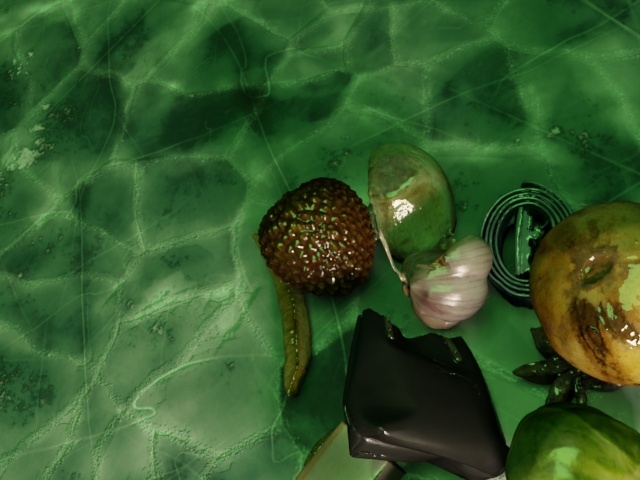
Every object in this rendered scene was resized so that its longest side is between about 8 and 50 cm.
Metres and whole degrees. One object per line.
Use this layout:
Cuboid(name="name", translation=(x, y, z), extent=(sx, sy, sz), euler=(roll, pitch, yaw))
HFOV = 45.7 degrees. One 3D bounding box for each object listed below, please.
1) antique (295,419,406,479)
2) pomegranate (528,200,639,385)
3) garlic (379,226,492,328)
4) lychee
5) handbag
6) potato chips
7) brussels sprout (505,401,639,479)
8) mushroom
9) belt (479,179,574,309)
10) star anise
Cuboid(name="antique", translation=(0.056, 0.441, 1.447), extent=(0.148, 0.147, 0.152), euler=(36, 80, 32))
Cuboid(name="pomegranate", translation=(0.522, 0.090, 1.310), extent=(0.322, 0.322, 0.322), euler=(-8, 62, 15))
Cuboid(name="garlic", translation=(0.225, 0.043, 1.535), extent=(0.256, 0.207, 0.207), euler=(40, 81, -1))
Cuboid(name="lychee", translation=(0.000, 0.000, 1.631), extent=(0.267, 0.267, 0.268), euler=(-8, 62, 15))
Cuboid(name="handbag", translation=(0.183, 0.280, 1.416), extent=(0.152, 0.342, 0.288), euler=(-45, 34, 41))
Cuboid(name="potato chips", translation=(-0.073, 0.149, 1.687), extent=(0.080, 0.057, 0.407), euler=(-26, 59, 20))
Cuboid(name="brussels sprout", translation=(0.452, 0.387, 1.301), extent=(0.271, 0.219, 0.210), euler=(13, 71, -10))
Cuboid(name="mushroom", translation=(0.192, -0.101, 1.660), extent=(0.189, 0.164, 0.267), euler=(-3, 64, 19))
Cuboid(name="belt", translation=(0.429, 0.002, 1.555), extent=(0.206, 0.116, 0.268), euler=(-12, 64, 18))
Cuboid(name="star anise", translation=(0.475, 0.234, 1.449), extent=(0.212, 0.073, 0.197), euler=(-38, 61, -5))
